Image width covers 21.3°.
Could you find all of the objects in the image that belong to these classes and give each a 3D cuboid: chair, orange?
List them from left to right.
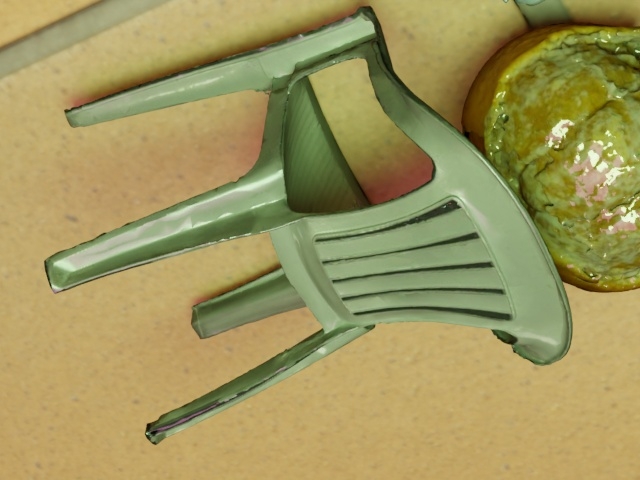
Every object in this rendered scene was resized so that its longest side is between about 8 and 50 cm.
[{"bbox_3d":[0.000,0.000,0.978,0.274,0.190,0.203,-20,122,17],"label":"chair"},{"bbox_3d":[0.153,-0.050,0.942,0.134,0.156,0.156,-43,117,-11],"label":"orange"}]

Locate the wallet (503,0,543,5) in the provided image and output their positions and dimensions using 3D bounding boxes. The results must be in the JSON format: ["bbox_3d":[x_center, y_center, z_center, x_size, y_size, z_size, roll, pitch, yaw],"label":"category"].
[{"bbox_3d":[0.074,-0.247,0.845,0.250,0.075,0.176,39,128,-20],"label":"wallet"}]
